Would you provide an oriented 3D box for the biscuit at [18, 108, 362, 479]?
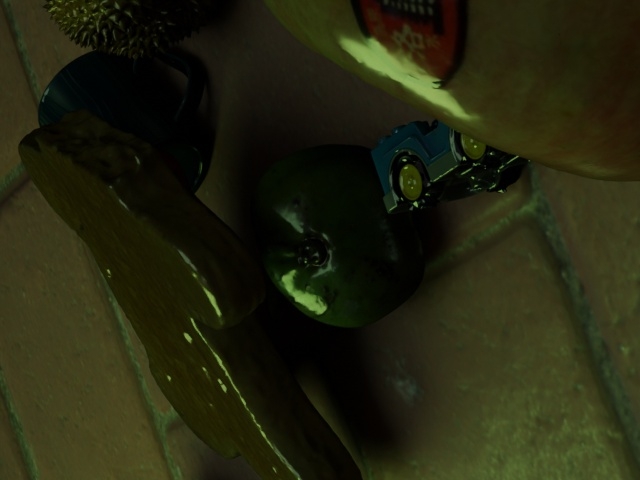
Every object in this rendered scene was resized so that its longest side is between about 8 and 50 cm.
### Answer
[{"bbox_3d":[-0.101,0.061,1.581,0.368,0.076,0.394,25,147,57],"label":"biscuit"}]

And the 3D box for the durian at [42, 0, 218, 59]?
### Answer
[{"bbox_3d":[-0.167,-0.225,1.632,0.168,0.158,0.137,-6,82,57],"label":"durian"}]

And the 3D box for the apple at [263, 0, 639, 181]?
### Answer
[{"bbox_3d":[0.134,-0.239,1.028,0.391,0.391,0.346,38,112,41],"label":"apple"}]

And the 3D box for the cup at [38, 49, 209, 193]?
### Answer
[{"bbox_3d":[-0.182,-0.110,1.729,0.138,0.113,0.150,46,137,33],"label":"cup"}]

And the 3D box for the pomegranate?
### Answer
[{"bbox_3d":[0.000,0.000,1.504,0.191,0.131,0.152,-12,96,63],"label":"pomegranate"}]

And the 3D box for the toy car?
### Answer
[{"bbox_3d":[0.113,-0.089,1.340,0.191,0.097,0.100,-33,74,54],"label":"toy car"}]
